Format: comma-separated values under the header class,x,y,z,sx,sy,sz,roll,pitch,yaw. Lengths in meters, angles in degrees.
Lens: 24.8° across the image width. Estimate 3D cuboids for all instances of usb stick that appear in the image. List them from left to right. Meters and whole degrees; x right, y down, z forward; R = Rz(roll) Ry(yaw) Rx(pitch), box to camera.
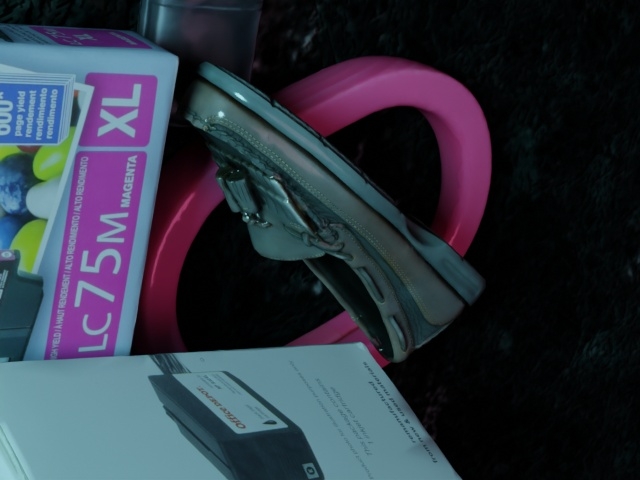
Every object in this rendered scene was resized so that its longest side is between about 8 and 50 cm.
class,x,y,z,sx,sy,sz,roll,pitch,yaw
usb stick,-0.059,-0.197,0.824,0.077,0.045,0.278,-2,111,-30

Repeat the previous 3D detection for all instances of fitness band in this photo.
class,x,y,z,sx,sy,sz,roll,pitch,yaw
fitness band,0.000,0.000,0.956,0.291,0.054,0.209,-31,126,-25

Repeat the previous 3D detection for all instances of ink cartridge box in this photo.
class,x,y,z,sx,sy,sz,roll,pitch,yaw
ink cartridge box,-0.224,-0.015,0.701,0.311,0.065,0.186,-1,111,-36
ink cartridge box,-0.100,0.181,0.832,0.307,0.129,0.223,1,133,-49

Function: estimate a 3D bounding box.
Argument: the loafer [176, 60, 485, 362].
class,x,y,z,sx,sy,sz,roll,pitch,yaw
loafer,0.003,-0.004,0.869,0.084,0.096,0.267,-53,132,0
